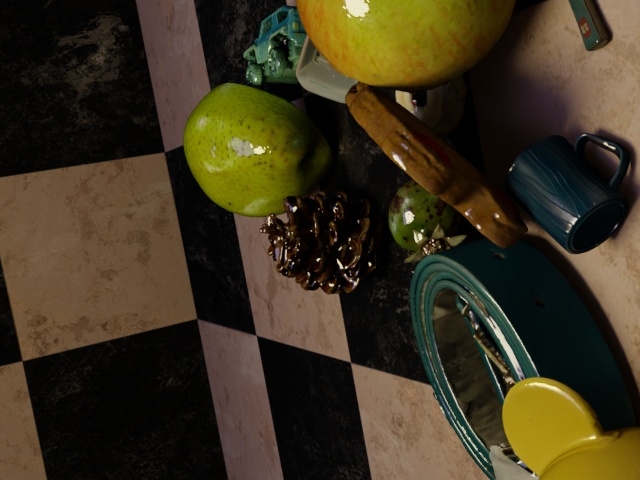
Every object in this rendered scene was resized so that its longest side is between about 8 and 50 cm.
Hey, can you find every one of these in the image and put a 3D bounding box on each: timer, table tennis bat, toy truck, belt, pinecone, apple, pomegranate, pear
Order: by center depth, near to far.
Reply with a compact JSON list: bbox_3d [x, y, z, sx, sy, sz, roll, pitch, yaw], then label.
[{"bbox_3d":[0.378,0.377,1.013,0.387,0.376,0.376,23,123,43],"label":"timer"},{"bbox_3d":[0.339,-0.390,1.142,0.154,0.021,0.274,-40,63,63],"label":"table tennis bat"},{"bbox_3d":[0.123,-0.388,1.211,0.339,0.340,0.339,39,135,54],"label":"apple"},{"bbox_3d":[0.308,0.204,1.304,0.436,0.173,0.300,68,156,19],"label":"belt"},{"bbox_3d":[0.187,-0.036,1.460,0.169,0.149,0.148,-78,-12,-66],"label":"pomegranate"},{"bbox_3d":[0.007,0.009,1.770,0.244,0.257,0.243,11,104,48],"label":"pinecone"},{"bbox_3d":[-0.063,-0.423,1.838,0.279,0.155,0.156,178,89,-66],"label":"toy truck"},{"bbox_3d":[-0.131,-0.191,1.872,0.342,0.238,0.318,45,155,-22],"label":"pear"}]

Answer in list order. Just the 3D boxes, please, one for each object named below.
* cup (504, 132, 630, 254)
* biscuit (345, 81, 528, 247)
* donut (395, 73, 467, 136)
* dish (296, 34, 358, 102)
[{"bbox_3d":[0.350,-0.075,1.153,0.138,0.114,0.150,55,149,38],"label":"cup"},{"bbox_3d":[0.173,-0.124,1.264,0.359,0.074,0.381,40,-171,4],"label":"biscuit"},{"bbox_3d":[0.196,-0.261,1.453,0.175,0.068,0.174,38,135,51],"label":"donut"},{"bbox_3d":[0.041,-0.380,1.673,0.234,0.154,0.064,115,171,-52],"label":"dish"}]
